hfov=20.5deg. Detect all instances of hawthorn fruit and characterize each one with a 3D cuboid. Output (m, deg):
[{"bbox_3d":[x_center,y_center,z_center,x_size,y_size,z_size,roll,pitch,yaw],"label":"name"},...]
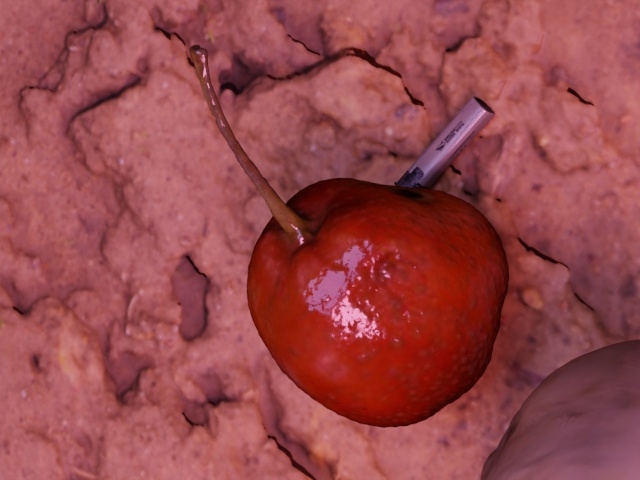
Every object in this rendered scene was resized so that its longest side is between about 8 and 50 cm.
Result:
[{"bbox_3d":[0.000,0.000,1.106,0.165,0.285,0.165,-27,41,26],"label":"hawthorn fruit"}]

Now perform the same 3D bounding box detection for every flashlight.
[{"bbox_3d":[0.084,-0.062,1.210,0.083,0.018,0.018,-48,65,18],"label":"flashlight"}]

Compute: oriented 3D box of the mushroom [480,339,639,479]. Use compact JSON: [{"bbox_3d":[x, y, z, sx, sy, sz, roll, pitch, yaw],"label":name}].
[{"bbox_3d":[0.190,0.235,0.990,0.314,0.314,0.336,53,137,25],"label":"mushroom"}]
